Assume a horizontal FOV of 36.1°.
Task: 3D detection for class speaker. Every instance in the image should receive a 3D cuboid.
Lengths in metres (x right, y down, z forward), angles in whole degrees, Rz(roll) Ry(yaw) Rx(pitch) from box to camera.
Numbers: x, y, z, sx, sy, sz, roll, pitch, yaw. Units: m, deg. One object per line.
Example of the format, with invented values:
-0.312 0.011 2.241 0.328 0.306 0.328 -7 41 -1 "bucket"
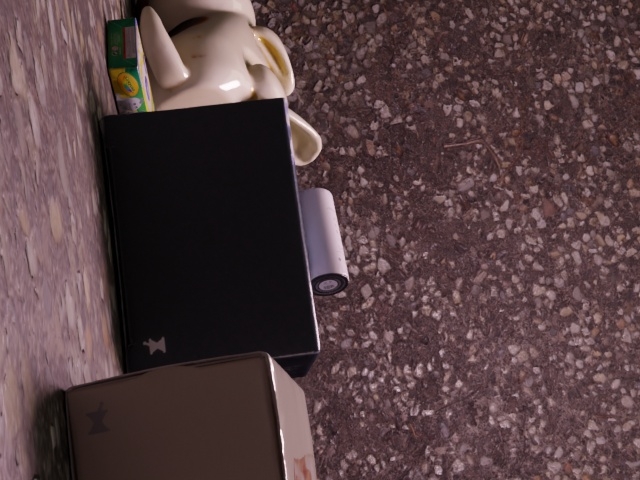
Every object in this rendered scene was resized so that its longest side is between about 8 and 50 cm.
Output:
0.000 0.000 1.258 0.055 0.055 0.136 90 -9 -57 "speaker"

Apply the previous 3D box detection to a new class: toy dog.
-0.217 -0.320 1.750 0.395 0.284 0.408 36 33 -41 "toy dog"

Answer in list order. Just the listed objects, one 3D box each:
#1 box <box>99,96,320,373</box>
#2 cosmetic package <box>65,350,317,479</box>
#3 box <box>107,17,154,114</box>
-0.129 0.028 1.235 0.395 0.211 0.294 103 -21 -79 "box"
-0.088 0.182 0.804 0.296 0.153 0.129 69 11 -75 "cosmetic package"
-0.252 -0.196 1.324 0.179 0.043 0.105 91 -9 -51 "box"
